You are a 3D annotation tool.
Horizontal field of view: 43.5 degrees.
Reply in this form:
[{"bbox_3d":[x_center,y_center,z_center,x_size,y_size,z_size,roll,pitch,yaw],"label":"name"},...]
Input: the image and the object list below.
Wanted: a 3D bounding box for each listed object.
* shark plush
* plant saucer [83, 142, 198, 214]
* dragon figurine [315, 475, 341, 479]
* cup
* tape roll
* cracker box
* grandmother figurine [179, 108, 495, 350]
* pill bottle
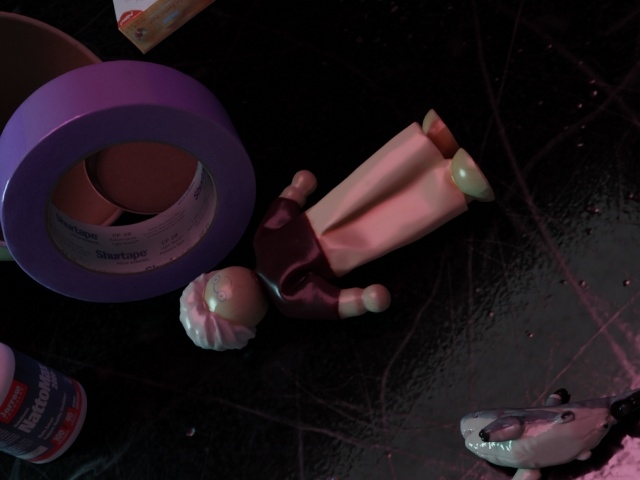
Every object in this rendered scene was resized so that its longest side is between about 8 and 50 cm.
[{"bbox_3d":[0.189,0.137,0.643,0.161,0.073,0.067,-33,17,18],"label":"shark plush"},{"bbox_3d":[-0.222,-0.101,1.051,0.168,0.029,0.168,4,61,-7],"label":"plant saucer"},{"bbox_3d":[0.090,0.281,0.588,0.144,0.085,0.289,-39,46,6],"label":"dragon figurine"},{"bbox_3d":[-0.444,-0.106,1.095,0.237,0.331,0.331,-29,43,47],"label":"cup"},{"bbox_3d":[-0.215,-0.058,0.896,0.274,0.275,0.090,-36,46,9],"label":"tape roll"},{"bbox_3d":[-0.269,-0.435,1.334,0.155,0.067,0.232,-33,48,12],"label":"cracker box"},{"bbox_3d":[0.000,0.000,0.835,0.342,0.104,0.208,-34,38,7],"label":"grandmother figurine"},{"bbox_3d":[-0.364,0.176,0.906,0.108,0.180,0.108,-18,53,24],"label":"pill bottle"}]
